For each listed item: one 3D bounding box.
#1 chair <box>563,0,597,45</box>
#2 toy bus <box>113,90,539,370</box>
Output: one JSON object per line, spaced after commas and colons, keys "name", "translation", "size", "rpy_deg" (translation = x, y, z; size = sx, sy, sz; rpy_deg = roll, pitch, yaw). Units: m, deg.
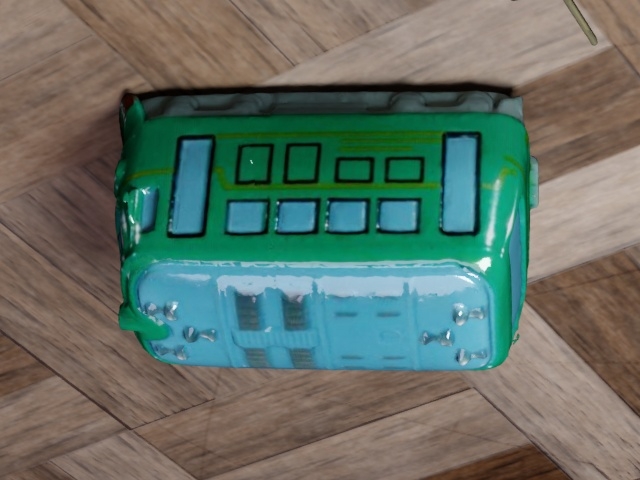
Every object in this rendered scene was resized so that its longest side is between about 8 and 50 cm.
{"name": "chair", "translation": [0.128, -0.236, 1.329], "size": [0.095, 0.104, 0.221], "rpy_deg": [0, 147, 33]}
{"name": "toy bus", "translation": [0.000, 0.000, 1.546], "size": [0.343, 0.199, 0.183], "rpy_deg": [0, 142, 8]}
